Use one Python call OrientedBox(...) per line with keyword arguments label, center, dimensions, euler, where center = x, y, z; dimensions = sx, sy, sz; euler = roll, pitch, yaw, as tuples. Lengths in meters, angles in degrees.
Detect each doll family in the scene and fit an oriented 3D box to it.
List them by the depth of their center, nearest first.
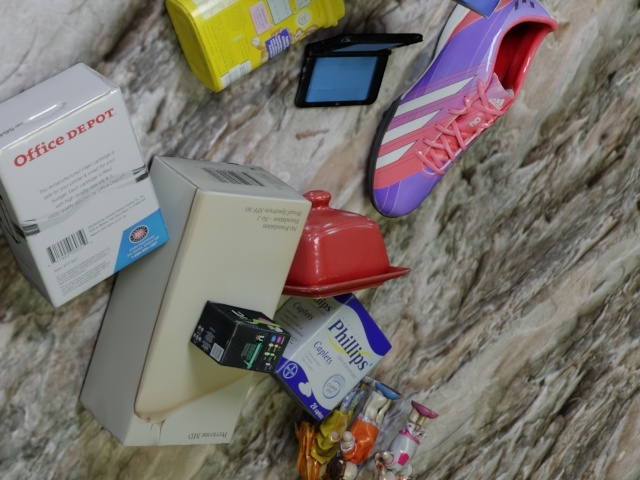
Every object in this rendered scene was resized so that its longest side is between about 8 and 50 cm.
OrientedBox(label="doll family", center=(0.045, 0.261, 2.027), dimensions=(0.163, 0.118, 0.263), euler=(-60, 154, -2))

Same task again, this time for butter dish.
OrientedBox(label="butter dish", center=(0.000, 0.000, 1.808), dimensions=(0.160, 0.160, 0.118), euler=(-11, 98, -37))

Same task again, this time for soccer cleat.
OrientedBox(label="soccer cleat", center=(0.166, -0.159, 1.851), dimensions=(0.108, 0.116, 0.318), euler=(25, 98, -45))

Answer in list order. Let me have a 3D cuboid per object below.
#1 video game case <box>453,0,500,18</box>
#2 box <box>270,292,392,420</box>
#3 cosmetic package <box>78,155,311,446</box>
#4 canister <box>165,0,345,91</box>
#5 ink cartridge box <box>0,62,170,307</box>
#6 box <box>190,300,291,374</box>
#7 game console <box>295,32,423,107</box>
OrientedBox(label="video game case", center=(0.029, -0.334, 1.541), dimensions=(0.269, 0.244, 0.061), euler=(23, 100, -45))
OrientedBox(label="box", center=(0.000, 0.131, 1.919), dimensions=(0.137, 0.072, 0.126), euler=(-46, 136, -9))
OrientedBox(label="cosmetic package", center=(-0.143, 0.070, 1.737), dimensions=(0.160, 0.113, 0.310), euler=(3, 112, -41))
OrientedBox(label="canister", center=(-0.069, -0.249, 1.635), dimensions=(0.170, 0.073, 0.126), euler=(-34, 133, -17))
OrientedBox(label="ink cartridge box", center=(-0.258, -0.058, 1.582), dimensions=(0.148, 0.086, 0.203), euler=(-31, 130, -21))
OrientedBox(label="box", center=(-0.086, 0.106, 1.680), dimensions=(0.083, 0.062, 0.052), euler=(14, 104, -44))
OrientedBox(label="game console", center=(0.045, -0.194, 1.766), dimensions=(0.122, 0.107, 0.071), euler=(-7, 91, -37))
